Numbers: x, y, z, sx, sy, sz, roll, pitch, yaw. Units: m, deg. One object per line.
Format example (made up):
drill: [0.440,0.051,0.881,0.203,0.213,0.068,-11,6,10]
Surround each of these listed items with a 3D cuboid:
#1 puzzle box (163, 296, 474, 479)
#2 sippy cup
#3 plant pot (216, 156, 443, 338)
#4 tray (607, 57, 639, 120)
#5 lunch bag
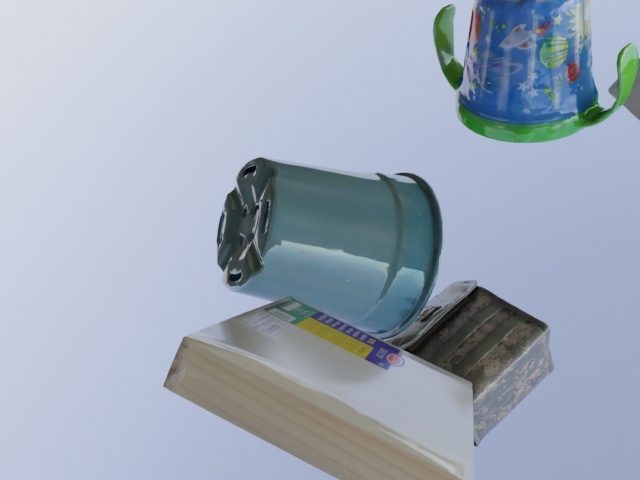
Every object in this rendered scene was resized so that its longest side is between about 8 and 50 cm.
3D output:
puzzle box: [0.031,0.155,0.834,0.272,0.409,0.052,25,-85,10]
sippy cup: [0.331,-0.308,1.240,0.305,0.224,0.240,0,-141,10]
plant pot: [0.000,0.000,1.490,0.341,0.334,0.341,-30,-126,54]
tray: [0.587,-0.231,1.258,0.145,0.030,0.270,-45,-147,20]
lunch bag: [0.270,0.211,1.527,0.235,0.169,0.287,-38,-136,-19]
